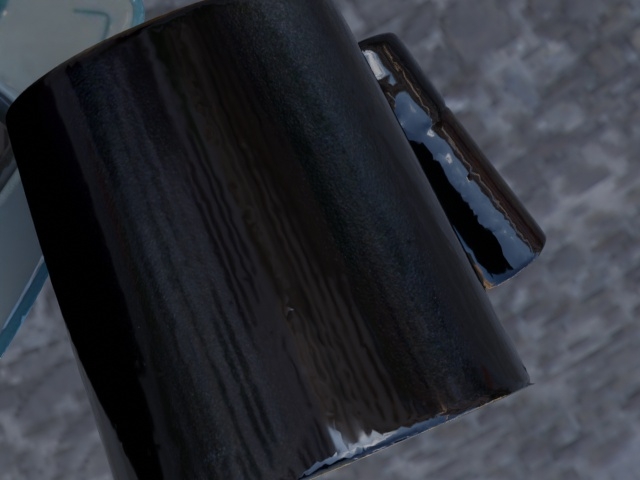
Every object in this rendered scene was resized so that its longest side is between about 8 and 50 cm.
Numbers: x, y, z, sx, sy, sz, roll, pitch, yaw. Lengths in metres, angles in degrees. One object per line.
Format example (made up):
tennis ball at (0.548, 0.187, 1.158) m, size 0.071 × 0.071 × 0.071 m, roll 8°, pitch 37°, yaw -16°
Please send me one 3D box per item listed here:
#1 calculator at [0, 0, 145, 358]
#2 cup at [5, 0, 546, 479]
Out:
calculator at (-0.241, -0.015, 0.725) m, size 0.256 × 0.386 × 0.054 m, roll 40°, pitch 148°, yaw -20°
cup at (-0.016, 0.007, 0.736) m, size 0.166 × 0.177 × 0.239 m, roll -26°, pitch 173°, yaw 19°
